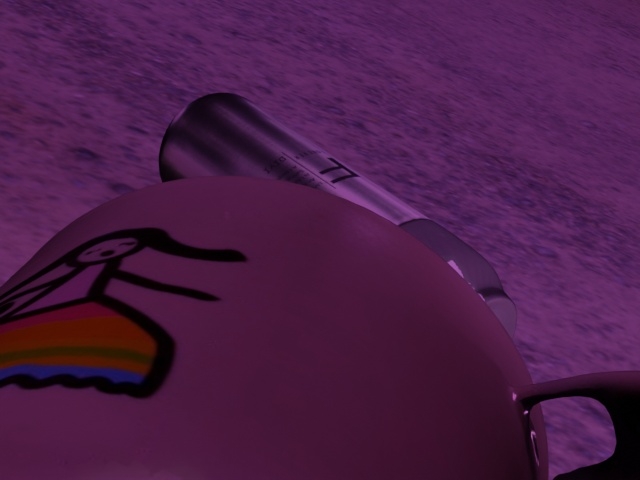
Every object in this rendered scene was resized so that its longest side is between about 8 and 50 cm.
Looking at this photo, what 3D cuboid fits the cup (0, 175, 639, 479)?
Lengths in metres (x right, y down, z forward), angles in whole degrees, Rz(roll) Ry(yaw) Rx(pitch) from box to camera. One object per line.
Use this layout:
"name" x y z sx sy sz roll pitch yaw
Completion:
"cup" -0.013 0.095 0.451 0.253 0.191 0.200 -11 15 15

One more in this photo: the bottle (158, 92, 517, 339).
"bottle" 0.000 0.000 0.969 0.096 0.079 0.254 -36 49 -23
